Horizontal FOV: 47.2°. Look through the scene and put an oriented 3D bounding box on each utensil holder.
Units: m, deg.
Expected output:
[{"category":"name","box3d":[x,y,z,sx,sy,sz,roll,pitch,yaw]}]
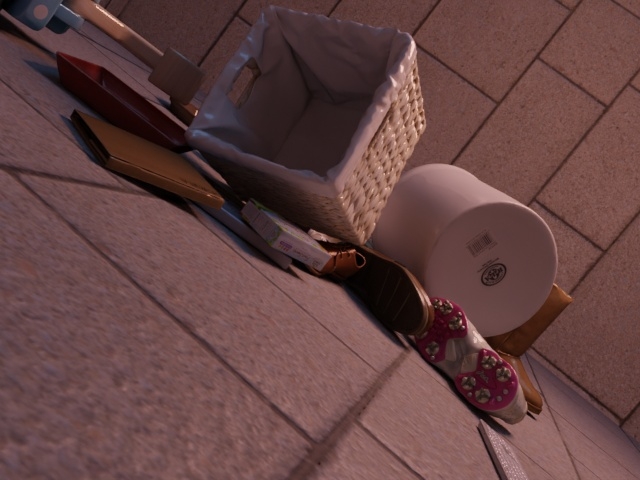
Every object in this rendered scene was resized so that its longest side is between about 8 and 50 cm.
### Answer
[{"category":"utensil holder","box3d":[0.323,0.015,1.706,0.327,0.328,0.385,36,7,-19]}]

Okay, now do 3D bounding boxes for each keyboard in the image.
[{"category":"keyboard","box3d":[0.270,0.321,1.034,0.072,0.014,0.256,38,7,-1]}]

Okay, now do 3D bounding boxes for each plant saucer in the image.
[{"category":"plant saucer","box3d":[-0.327,-0.326,2.119,0.278,0.041,0.278,37,7,-5]},{"category":"plant saucer","box3d":[-0.354,-0.240,1.368,0.259,0.048,0.258,37,7,-3]}]

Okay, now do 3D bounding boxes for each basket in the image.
[{"category":"basket","box3d":[-0.006,-0.213,1.380,0.331,0.328,0.266,20,-18,27]}]

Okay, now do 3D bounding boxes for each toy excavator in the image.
[{"category":"toy excavator","box3d":[-0.469,-0.466,1.415,0.433,0.222,0.445,38,6,34]}]

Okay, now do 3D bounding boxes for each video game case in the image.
[{"category":"video game case","box3d":[-0.136,-0.037,1.259,0.212,0.023,0.193,36,7,-6]}]

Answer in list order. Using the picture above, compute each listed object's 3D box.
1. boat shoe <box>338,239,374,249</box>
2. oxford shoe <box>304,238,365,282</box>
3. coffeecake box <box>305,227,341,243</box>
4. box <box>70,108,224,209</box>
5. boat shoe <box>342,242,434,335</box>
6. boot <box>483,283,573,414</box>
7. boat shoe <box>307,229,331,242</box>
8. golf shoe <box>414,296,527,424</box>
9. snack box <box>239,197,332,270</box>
[{"category":"boat shoe","box3d":[0.064,0.005,1.903,0.190,0.068,0.072,30,16,18]},{"category":"oxford shoe","box3d":[0.021,0.025,1.370,0.212,0.076,0.076,19,48,-63]},{"category":"coffeecake box","box3d":[-0.007,-0.098,1.757,0.142,0.068,0.186,46,-26,45]},{"category":"box","box3d":[-0.255,-0.119,1.083,0.201,0.021,0.164,21,16,-44]},{"category":"boat shoe","box3d":[0.146,0.090,1.446,0.104,0.111,0.307,19,17,-34]},{"category":"boot","box3d":[0.487,0.228,1.692,0.236,0.269,0.089,41,7,23]},{"category":"boat shoe","box3d":[0.000,0.000,1.683,0.035,0.035,0.100,38,0,27]},{"category":"golf shoe","box3d":[0.275,0.227,1.369,0.140,0.115,0.306,46,7,-38]},{"category":"snack box","box3d":[-0.056,-0.009,1.204,0.100,0.037,0.141,45,10,38]}]
